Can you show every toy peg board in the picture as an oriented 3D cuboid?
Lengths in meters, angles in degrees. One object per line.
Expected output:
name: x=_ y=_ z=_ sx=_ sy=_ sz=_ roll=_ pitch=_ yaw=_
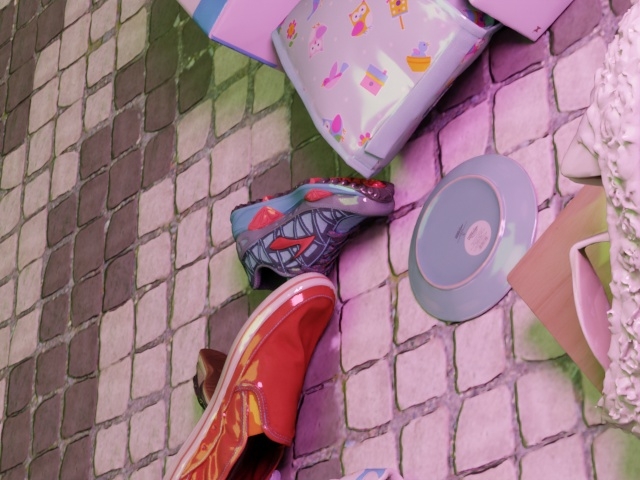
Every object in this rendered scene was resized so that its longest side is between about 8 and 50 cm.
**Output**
toy peg board: x=0.285 y=0.036 z=1.403 sx=0.161 sy=0.079 sz=0.160 roll=-52 pitch=55 yaw=22

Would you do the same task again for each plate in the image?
plate: x=0.153 y=-0.007 z=1.618 sx=0.188 sy=0.024 sz=0.188 roll=-28 pitch=51 yaw=41

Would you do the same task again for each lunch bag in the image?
lunch bag: x=0.081 y=-0.216 z=1.704 sx=0.223 sy=0.160 sz=0.262 roll=-50 pitch=35 yaw=22

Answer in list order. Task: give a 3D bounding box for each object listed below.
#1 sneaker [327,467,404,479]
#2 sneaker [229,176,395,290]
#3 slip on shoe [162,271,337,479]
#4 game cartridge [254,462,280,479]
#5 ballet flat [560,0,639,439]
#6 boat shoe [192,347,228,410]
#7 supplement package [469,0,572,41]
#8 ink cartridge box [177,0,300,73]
sneaker: x=0.045 y=0.338 z=1.528 sx=0.092 sy=0.087 sz=0.228 roll=-28 pitch=54 yaw=39
sneaker: x=0.000 y=0.000 z=1.770 sx=0.262 sy=0.104 sz=0.125 roll=-18 pitch=76 yaw=51
slip on shoe: x=-0.064 y=0.191 z=1.718 sx=0.101 sy=0.123 sz=0.331 roll=27 pitch=87 yaw=33
game cartridge: x=-0.073 y=0.300 z=1.755 sx=0.056 sy=0.017 sz=0.083 roll=9 pitch=80 yaw=56
ballet flat: x=0.261 y=-0.016 z=1.254 sx=0.147 sy=0.147 sz=0.408 roll=9 pitch=109 yaw=53
boat shoe: x=-0.124 y=0.184 z=1.843 sx=0.152 sy=0.056 sz=0.049 roll=-109 pitch=34 yaw=-65
supplement package: x=0.199 y=-0.320 z=1.649 sx=0.105 sy=0.105 sz=0.179 roll=-48 pitch=42 yaw=23
ink cartridge box: x=-0.065 y=-0.354 z=1.922 sx=0.197 sy=0.198 sz=0.270 roll=-58 pitch=38 yaw=15
